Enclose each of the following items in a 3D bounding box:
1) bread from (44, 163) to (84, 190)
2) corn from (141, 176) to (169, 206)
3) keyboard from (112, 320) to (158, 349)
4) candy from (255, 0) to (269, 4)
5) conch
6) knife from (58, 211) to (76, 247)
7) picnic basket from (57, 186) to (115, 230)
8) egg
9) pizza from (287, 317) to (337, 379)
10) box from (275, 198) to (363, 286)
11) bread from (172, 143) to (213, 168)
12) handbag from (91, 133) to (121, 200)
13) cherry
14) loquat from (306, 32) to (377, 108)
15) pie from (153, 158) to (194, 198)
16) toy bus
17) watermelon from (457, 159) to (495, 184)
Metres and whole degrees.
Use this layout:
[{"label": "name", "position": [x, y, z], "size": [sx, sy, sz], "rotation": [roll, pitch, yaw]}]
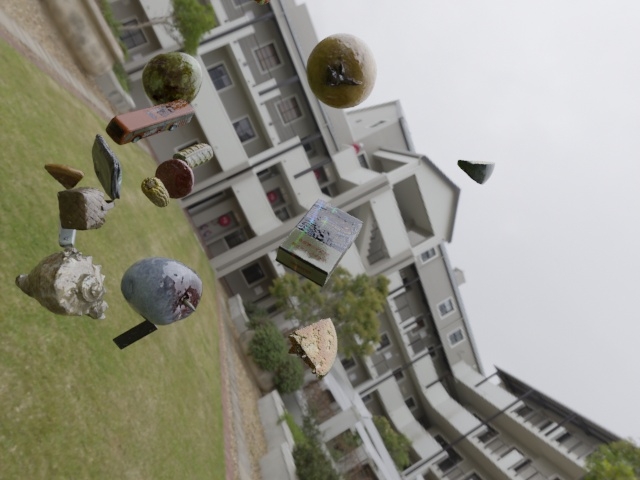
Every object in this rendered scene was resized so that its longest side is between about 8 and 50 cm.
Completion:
[{"label": "bread", "position": [-1.033, -0.269, 1.825], "size": [0.136, 0.154, 0.054], "rotation": [30, 50, -31]}, {"label": "corn", "position": [-0.638, -0.183, 1.769], "size": [0.080, 0.080, 0.231], "rotation": [61, -13, 5]}, {"label": "keyboard", "position": [-0.646, 0.327, 1.590], "size": [0.053, 0.155, 0.010], "rotation": [61, 1, -22]}, {"label": "candy", "position": [-0.139, -1.004, 1.772], "size": [0.084, 0.287, 0.078], "rotation": [154, -89, -87]}, {"label": "conch", "position": [-0.835, 0.143, 1.521], "size": [0.352, 0.210, 0.297], "rotation": [20, -28, 30]}, {"label": "knife", "position": [-1.051, -0.060, 1.893], "size": [0.266, 0.073, 0.041], "rotation": [-118, -147, -44]}, {"label": "picnic basket", "position": [-0.742, -0.105, 1.462], "size": [0.178, 0.128, 0.138], "rotation": [-72, 163, -77]}, {"label": "egg", "position": [-0.647, -0.708, 2.013], "size": [0.238, 0.289, 0.238], "rotation": [29, 56, -54]}, {"label": "pizza", "position": [-0.039, 0.439, 1.911], "size": [0.081, 0.228, 0.290], "rotation": [-47, -153, 43]}, {"label": "box", "position": [0.000, 0.000, 1.631], "size": [0.198, 0.310, 0.084], "rotation": [29, -43, 10]}, {"label": "bread", "position": [-0.637, -0.427, 2.309], "size": [0.098, 0.269, 0.087], "rotation": [24, -61, 9]}, {"label": "handbag", "position": [-0.952, -0.330, 2.031], "size": [0.332, 0.075, 0.192], "rotation": [47, -46, 38]}, {"label": "cherry", "position": [-0.526, 0.166, 1.522], "size": [0.296, 0.218, 0.255], "rotation": [15, 1, 20]}, {"label": "loquat", "position": [0.068, -0.541, 1.462], "size": [0.244, 0.243, 0.244], "rotation": [59, -11, 19]}, {"label": "pie", "position": [-0.648, -0.273, 2.025], "size": [0.049, 0.182, 0.182], "rotation": [-78, 145, -71]}, {"label": "toy bus", "position": [-0.675, -0.482, 1.835], "size": [0.093, 0.409, 0.092], "rotation": [45, -54, -2]}, {"label": "watermelon", "position": [0.502, -0.218, 1.458], "size": [0.092, 0.181, 0.075], "rotation": [16, -73, 30]}]
